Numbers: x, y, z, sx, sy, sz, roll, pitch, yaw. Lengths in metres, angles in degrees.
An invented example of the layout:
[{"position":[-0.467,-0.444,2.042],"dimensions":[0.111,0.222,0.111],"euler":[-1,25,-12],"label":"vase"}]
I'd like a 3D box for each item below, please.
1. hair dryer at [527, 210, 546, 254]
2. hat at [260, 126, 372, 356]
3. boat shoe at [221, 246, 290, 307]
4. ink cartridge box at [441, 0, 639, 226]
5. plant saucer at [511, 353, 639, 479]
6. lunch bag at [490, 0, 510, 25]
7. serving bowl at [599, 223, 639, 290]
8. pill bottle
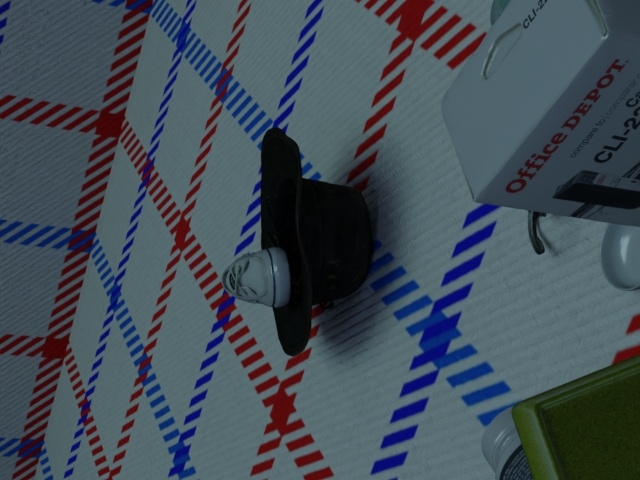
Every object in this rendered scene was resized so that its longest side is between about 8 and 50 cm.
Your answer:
[{"position":[0.230,-0.155,1.234],"dimensions":[0.223,0.080,0.293],"euler":[107,168,-56],"label":"hair dryer"},{"position":[0.000,0.000,1.634],"dimensions":[0.331,0.134,0.331],"euler":[175,90,-78],"label":"hat"},{"position":[-0.095,0.059,1.604],"dimensions":[0.226,0.076,0.083],"euler":[143,120,-75],"label":"boat shoe"},{"position":[0.269,-0.115,0.948],"dimensions":[0.197,0.273,0.114],"euler":[-56,36,43],"label":"ink cartridge box"},{"position":[0.272,0.184,0.997],"dimensions":[0.188,0.045,0.188],"euler":[-24,52,14],"label":"plant saucer"},{"position":[0.287,-0.242,1.002],"dimensions":[0.108,0.224,0.279],"euler":[-107,35,-45],"label":"lunch bag"},{"position":[0.310,0.009,1.111],"dimensions":[0.083,0.027,0.083],"euler":[-27,59,59],"label":"serving bowl"},{"position":[0.234,0.241,1.110],"dimensions":[0.180,0.108,0.108],"euler":[53,129,56],"label":"pill bottle"}]
